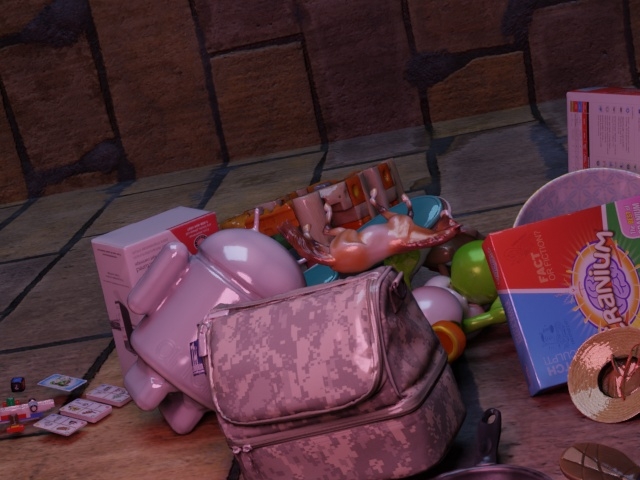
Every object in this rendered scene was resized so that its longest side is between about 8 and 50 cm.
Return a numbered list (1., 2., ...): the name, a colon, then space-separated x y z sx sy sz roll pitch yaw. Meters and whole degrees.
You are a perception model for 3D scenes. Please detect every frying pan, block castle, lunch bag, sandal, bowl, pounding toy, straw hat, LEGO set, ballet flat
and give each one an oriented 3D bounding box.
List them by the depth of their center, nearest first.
1. sandal: 0.356 0.288 1.359 0.180 0.049 0.072 18 36 34
2. frying pan: 0.172 0.303 1.426 0.197 0.053 0.326 -14 14 -6
3. lunch bag: 0.006 0.178 1.544 0.305 0.256 0.212 -15 10 27
4. straw hat: 0.417 0.191 1.610 0.144 0.144 0.061 2 -20 41
5. bowl: 0.444 0.046 1.873 0.289 0.289 0.156 -11 -27 3
6. LEGO set: -0.461 0.288 2.000 0.244 0.060 0.182 7 20 28
7. ballet flat: 0.064 0.070 2.007 0.400 0.139 0.139 -34 15 3
8. pounding toy: 0.206 0.045 2.143 0.154 0.154 0.269 9 -7 27
9. block castle: 0.000 0.000 2.353 0.303 0.212 0.453 -17 5 28

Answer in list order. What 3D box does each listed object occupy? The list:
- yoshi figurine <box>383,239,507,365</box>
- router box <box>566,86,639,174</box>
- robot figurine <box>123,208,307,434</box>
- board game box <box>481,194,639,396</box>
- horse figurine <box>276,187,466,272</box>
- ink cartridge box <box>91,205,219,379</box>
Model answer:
1. yoshi figurine: 0.208 0.086 1.861 0.203 0.203 0.362 -15 4 26
2. router box: 0.544 -0.081 1.969 0.082 0.335 0.301 -10 14 -28
3. robot figurine: -0.156 0.127 1.844 0.353 0.300 0.200 -54 29 -3
4. board game box: 0.424 0.070 1.716 0.317 0.242 0.064 -15 -16 -7
5. horse figurine: 0.072 -0.010 1.824 0.263 0.066 0.174 -16 38 -11
6. ink cartridge box: -0.264 0.101 2.061 0.197 0.272 0.114 -24 23 -37
